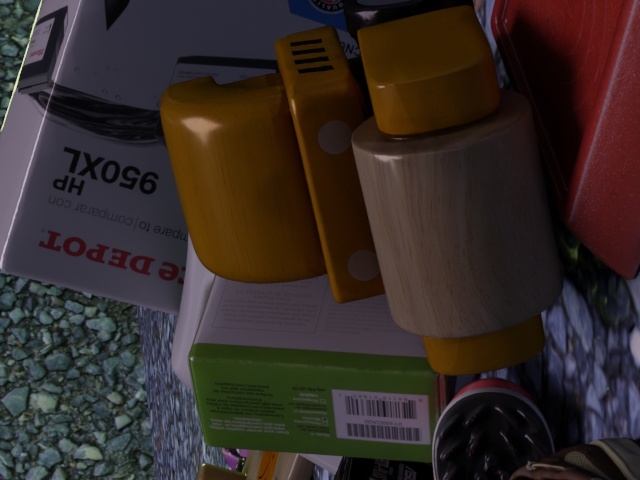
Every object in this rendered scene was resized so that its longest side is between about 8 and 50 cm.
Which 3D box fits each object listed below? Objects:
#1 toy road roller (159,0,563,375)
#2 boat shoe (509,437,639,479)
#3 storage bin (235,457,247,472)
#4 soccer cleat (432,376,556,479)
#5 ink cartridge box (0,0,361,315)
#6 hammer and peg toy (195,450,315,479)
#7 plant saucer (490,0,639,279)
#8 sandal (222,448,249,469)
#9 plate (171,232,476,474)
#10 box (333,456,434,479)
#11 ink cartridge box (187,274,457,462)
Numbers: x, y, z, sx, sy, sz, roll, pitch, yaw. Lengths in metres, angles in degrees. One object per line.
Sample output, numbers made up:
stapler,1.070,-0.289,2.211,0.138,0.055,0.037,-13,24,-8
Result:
toy road roller,0.018,-0.042,1.228,0.329,0.241,0.202,-103,-1,-69
boat shoe,0.173,0.183,1.010,0.257,0.095,0.095,-147,55,-76
storage bin,-0.068,0.366,2.171,0.180,0.084,0.122,-88,1,-48
soccer cleat,0.132,0.255,1.272,0.116,0.109,0.318,-33,-60,-79
ink cartridge box,-0.127,-0.135,1.668,0.166,0.286,0.394,34,107,67
hammer and peg toy,-0.025,0.179,1.818,0.266,0.127,0.361,-99,26,-68
plant saucer,0.167,-0.151,1.105,0.258,0.048,0.259,99,164,-45
sandal,-0.088,0.229,2.297,0.416,0.102,0.169,110,155,-63
plate,-0.012,0.113,1.547,0.045,0.278,0.277,-54,-13,-34
box,0.034,0.250,1.434,0.180,0.078,0.147,-71,2,-75
ink cartridge box,0.020,0.043,1.390,0.255,0.189,0.097,-74,-16,-48
